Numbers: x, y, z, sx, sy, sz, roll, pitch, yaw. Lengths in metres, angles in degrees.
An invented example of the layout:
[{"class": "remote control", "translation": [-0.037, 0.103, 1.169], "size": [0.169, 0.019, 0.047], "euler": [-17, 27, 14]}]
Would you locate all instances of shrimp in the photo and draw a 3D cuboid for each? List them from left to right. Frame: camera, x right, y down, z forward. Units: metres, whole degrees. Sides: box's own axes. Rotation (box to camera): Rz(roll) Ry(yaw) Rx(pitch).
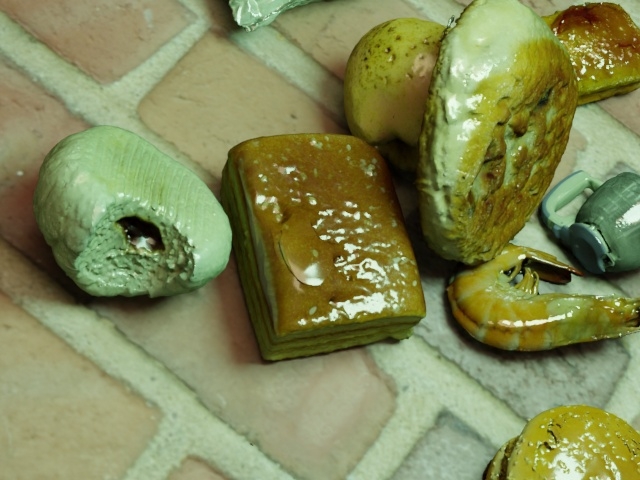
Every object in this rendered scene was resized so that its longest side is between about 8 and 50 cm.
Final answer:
[{"class": "shrimp", "translation": [0.263, 0.068, 1.611], "size": [0.249, 0.068, 0.150], "euler": [9, 52, -8]}]

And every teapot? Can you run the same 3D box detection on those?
[{"class": "teapot", "translation": [0.333, -0.025, 1.663], "size": [0.108, 0.111, 0.149], "euler": [-29, 76, -21]}]

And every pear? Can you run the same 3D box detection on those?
[{"class": "pear", "translation": [0.107, -0.165, 1.645], "size": [0.178, 0.178, 0.178], "euler": [9, 58, -14]}]

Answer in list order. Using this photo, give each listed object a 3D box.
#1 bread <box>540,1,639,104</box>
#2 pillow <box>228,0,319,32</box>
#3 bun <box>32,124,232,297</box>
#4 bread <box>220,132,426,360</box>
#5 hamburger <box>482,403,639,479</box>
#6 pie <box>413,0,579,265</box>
[{"class": "bread", "translation": [0.285, -0.228, 1.787], "size": [0.271, 0.077, 0.139], "euler": [-14, 63, -23]}, {"class": "pillow", "translation": [-0.031, -0.407, 1.754], "size": [0.310, 0.138, 0.283], "euler": [-20, 77, -26]}, {"class": "bun", "translation": [-0.201, -0.013, 1.461], "size": [0.212, 0.126, 0.204], "euler": [39, 30, 0]}, {"class": "bread", "translation": [0.000, 0.000, 1.531], "size": [0.184, 0.110, 0.234], "euler": [-6, 61, -22]}, {"class": "hamburger", "translation": [0.271, 0.264, 1.464], "size": [0.191, 0.118, 0.182], "euler": [40, 59, 2]}, {"class": "pie", "translation": [0.195, -0.116, 1.568], "size": [0.092, 0.315, 0.315], "euler": [18, 50, 28]}]
